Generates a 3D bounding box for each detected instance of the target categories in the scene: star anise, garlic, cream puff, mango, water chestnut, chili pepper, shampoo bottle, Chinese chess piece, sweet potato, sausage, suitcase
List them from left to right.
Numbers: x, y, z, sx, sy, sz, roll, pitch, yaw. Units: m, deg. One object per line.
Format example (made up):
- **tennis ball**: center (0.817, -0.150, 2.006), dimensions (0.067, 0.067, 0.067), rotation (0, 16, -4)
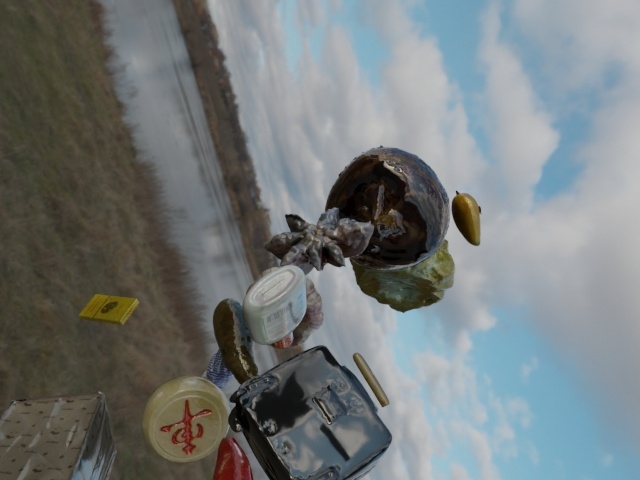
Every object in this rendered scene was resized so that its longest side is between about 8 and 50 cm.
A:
- **Chinese chess piece**: center (-0.383, 0.514, 1.673), dimensions (0.097, 0.251, 0.250), rotation (-156, -131, -68)
- **chili pepper**: center (-0.162, 0.407, 1.038), dimensions (0.169, 0.088, 0.064), rotation (-114, -167, -67)
- **sweet potato**: center (-0.257, 0.321, 1.822), dimensions (0.422, 0.131, 0.130), rotation (-121, -165, -49)
- **shampoo bottle**: center (-0.068, 0.120, 0.930), dimensions (0.051, 0.108, 0.220), rotation (44, -21, 21)
- **garlic**: center (-0.117, 0.204, 1.666), dimensions (0.253, 0.245, 0.244), rotation (-40, 114, -81)
- **suitcase**: center (-0.023, 0.469, 1.492), dimensions (0.345, 0.340, 0.188), rotation (50, -31, 28)
- **star anise**: center (0.000, 0.000, 1.251), dimensions (0.229, 0.237, 0.093), rotation (-69, 150, -47)
- **sausage**: center (0.111, 0.306, 1.289), dimensions (0.132, 0.024, 0.024), rotation (59, -11, 14)
- **water chestnut**: center (0.178, -0.066, 1.544), dimensions (0.302, 0.351, 0.350), rotation (-68, 144, -72)
- **cream puff**: center (0.283, 0.065, 1.975), dimensions (0.378, 0.379, 0.275), rotation (86, 17, -59)
- **mango**: center (0.460, -0.070, 1.841), dimensions (0.101, 0.066, 0.187), rotation (-3, -75, 65)

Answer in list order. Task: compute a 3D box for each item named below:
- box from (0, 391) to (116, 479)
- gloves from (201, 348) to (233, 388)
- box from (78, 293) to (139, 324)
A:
- **box**: center (-0.608, 0.504, 1.296), dimensions (0.297, 0.226, 0.190), rotation (-107, -165, -68)
- **gloves**: center (-0.350, 0.464, 2.042), dimensions (0.097, 0.119, 0.229), rotation (50, -58, 45)
- **box**: center (-0.599, 0.194, 1.653), dimensions (0.086, 0.155, 0.023), rotation (-61, 145, -44)
